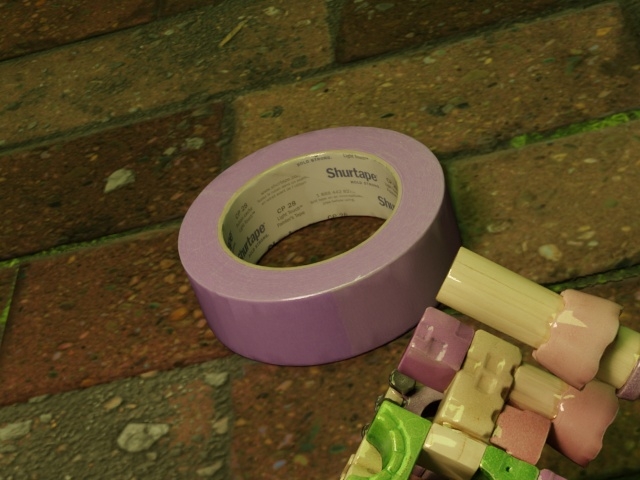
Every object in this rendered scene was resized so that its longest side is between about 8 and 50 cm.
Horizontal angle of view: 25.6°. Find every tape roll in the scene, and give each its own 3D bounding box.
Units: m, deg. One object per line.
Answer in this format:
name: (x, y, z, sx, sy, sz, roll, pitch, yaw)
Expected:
tape roll: (0.000, 0.000, 1.416, 0.274, 0.090, 0.275, -12, 36, 9)

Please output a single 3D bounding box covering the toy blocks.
toy blocks: (0.140, 0.214, 1.013, 0.260, 0.309, 0.289, 25, 61, 3)
